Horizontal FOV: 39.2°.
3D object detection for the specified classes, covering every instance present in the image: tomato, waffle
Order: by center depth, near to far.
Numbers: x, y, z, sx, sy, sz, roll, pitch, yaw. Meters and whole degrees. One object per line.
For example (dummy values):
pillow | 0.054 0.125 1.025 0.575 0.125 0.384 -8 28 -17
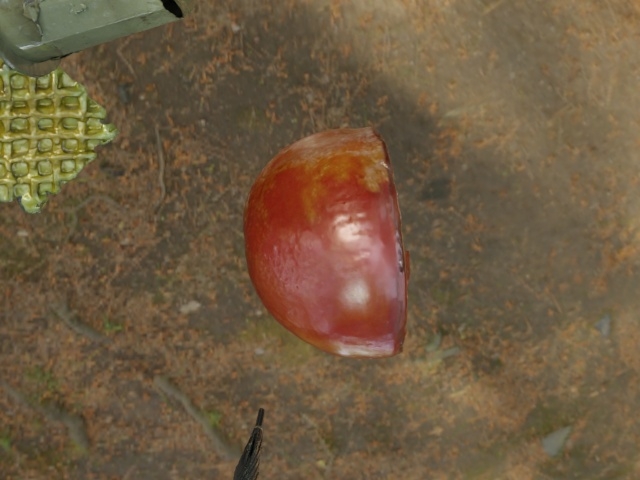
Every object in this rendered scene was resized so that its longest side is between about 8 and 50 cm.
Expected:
tomato | 0.000 0.000 0.818 0.140 0.233 0.200 -5 102 -6
waffle | -0.426 -0.156 1.275 0.223 0.054 0.204 -42 125 9

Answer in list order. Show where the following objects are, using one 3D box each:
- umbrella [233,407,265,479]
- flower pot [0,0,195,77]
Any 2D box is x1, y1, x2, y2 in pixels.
umbrella | -0.071 0.240 0.740 0.044 0.269 0.044 8 121 0
flower pot | -0.258 -0.299 1.003 0.203 0.212 0.212 -4 136 17
